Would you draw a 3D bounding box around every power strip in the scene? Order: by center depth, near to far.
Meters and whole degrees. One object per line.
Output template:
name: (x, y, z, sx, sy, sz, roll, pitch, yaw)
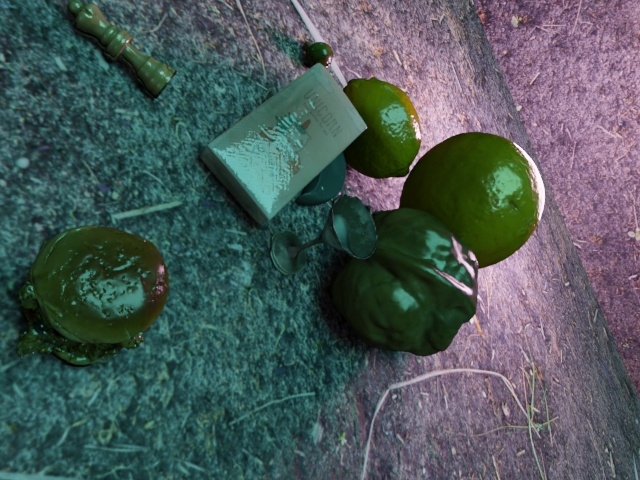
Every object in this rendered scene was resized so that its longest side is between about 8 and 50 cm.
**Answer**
power strip: (-0.018, -0.198, 0.978, 0.167, 0.054, 0.254, 1, 73, -49)

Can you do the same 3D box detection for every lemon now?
lemon: (0.133, -0.261, 1.058, 0.204, 0.204, 0.260, -42, 107, -48)
lemon: (0.358, -0.090, 1.086, 0.348, 0.348, 0.348, 23, 57, -40)

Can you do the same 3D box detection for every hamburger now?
hamburger: (-0.270, 0.066, 0.522, 0.159, 0.131, 0.185, 51, 46, -13)

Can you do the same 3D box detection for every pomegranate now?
pomegranate: (-0.011, -0.455, 1.098, 0.084, 0.073, 0.073, 18, 52, 1)

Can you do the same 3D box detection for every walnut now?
walnut: (0.173, 0.087, 0.907, 0.277, 0.282, 0.253, 35, 10, -24)

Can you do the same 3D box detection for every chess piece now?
chess piece: (-0.314, -0.304, 0.703, 0.172, 0.060, 0.060, 38, 48, -27)

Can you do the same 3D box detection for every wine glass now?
wine glass: (0.000, 0.000, 0.808, 0.122, 0.182, 0.122, 19, 61, -39)

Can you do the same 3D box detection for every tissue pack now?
tissue pack: (-0.055, -0.192, 0.854, 0.170, 0.071, 0.325, 51, 59, -12)

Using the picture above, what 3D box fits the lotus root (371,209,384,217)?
lotus root: (0.164, 0.000, 1.063, 0.088, 0.088, 0.165, -47, 116, -47)
